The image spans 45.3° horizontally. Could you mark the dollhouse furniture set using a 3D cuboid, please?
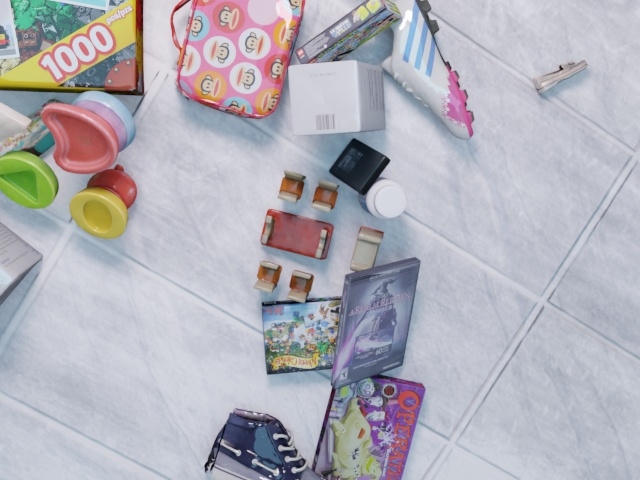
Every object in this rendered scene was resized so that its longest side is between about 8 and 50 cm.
[{"bbox_3d":[0.000,0.000,1.669,0.259,0.135,0.261,15,96,3],"label":"dollhouse furniture set"}]

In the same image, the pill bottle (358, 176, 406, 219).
[{"bbox_3d":[0.135,-0.089,1.634,0.087,0.160,0.087,-1,99,-6],"label":"pill bottle"}]

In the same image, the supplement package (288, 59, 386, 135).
[{"bbox_3d":[0.041,-0.282,1.539,0.139,0.244,0.133,-1,98,18],"label":"supplement package"}]

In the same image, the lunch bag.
[{"bbox_3d":[-0.183,-0.411,1.573,0.258,0.120,0.293,17,96,-8],"label":"lunch bag"}]

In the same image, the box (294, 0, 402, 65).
[{"bbox_3d":[0.057,-0.420,1.563,0.207,0.114,0.036,-30,83,24],"label":"box"}]

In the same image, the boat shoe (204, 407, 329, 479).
[{"bbox_3d":[-0.079,0.486,1.689,0.341,0.127,0.158,17,93,4],"label":"boat shoe"}]

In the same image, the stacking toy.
[{"bbox_3d":[-0.495,-0.176,1.520,0.280,0.130,0.308,16,134,4],"label":"stacking toy"}]

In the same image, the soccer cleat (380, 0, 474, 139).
[{"bbox_3d":[0.215,-0.353,1.641,0.143,0.116,0.331,-24,96,9],"label":"soccer cleat"}]

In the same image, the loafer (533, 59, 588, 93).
[{"bbox_3d":[0.532,-0.372,1.700,0.125,0.045,0.039,-30,94,1],"label":"loafer"}]

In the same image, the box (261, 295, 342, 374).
[{"bbox_3d":[-0.011,0.210,1.719,0.233,0.044,0.159,-5,98,-6],"label":"box"}]

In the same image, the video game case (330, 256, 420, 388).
[{"bbox_3d":[0.118,0.178,1.654,0.196,0.026,0.274,-12,122,-34],"label":"video game case"}]

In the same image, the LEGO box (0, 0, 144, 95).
[{"bbox_3d":[-0.597,-0.479,1.479,0.501,0.193,0.372,1,98,-7],"label":"LEGO box"}]

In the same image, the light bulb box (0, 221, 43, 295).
[{"bbox_3d":[-0.827,0.065,1.515,0.361,0.225,0.358,41,92,-11],"label":"light bulb box"}]

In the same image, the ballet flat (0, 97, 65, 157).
[{"bbox_3d":[-0.611,-0.206,1.584,0.241,0.091,0.077,-37,70,-4],"label":"ballet flat"}]

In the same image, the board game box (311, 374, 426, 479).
[{"bbox_3d":[0.099,0.477,1.770,0.208,0.056,0.346,12,96,-12],"label":"board game box"}]

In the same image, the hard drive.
[{"bbox_3d":[0.082,-0.159,1.633,0.022,0.135,0.094,35,93,-36],"label":"hard drive"}]
